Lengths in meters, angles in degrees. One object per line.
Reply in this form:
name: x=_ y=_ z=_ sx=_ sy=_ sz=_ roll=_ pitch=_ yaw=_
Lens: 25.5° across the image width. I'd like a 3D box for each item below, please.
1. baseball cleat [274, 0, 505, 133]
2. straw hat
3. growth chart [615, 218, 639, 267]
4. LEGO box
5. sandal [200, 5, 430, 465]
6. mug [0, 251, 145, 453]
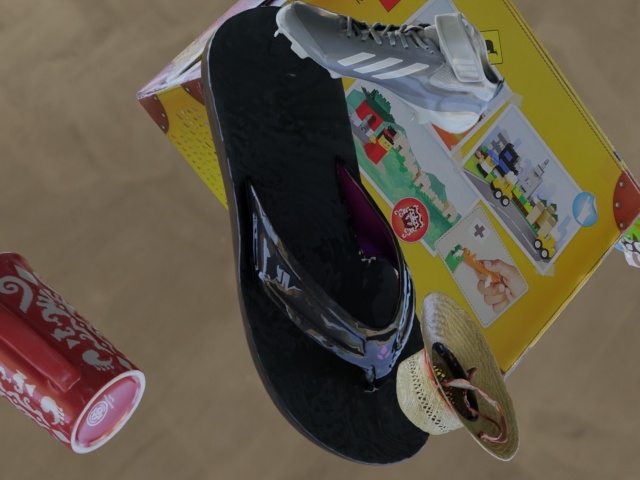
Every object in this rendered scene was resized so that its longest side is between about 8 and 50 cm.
baseball cleat: x=0.067 y=-0.175 z=1.242 sx=0.206 sy=0.109 sz=0.072 roll=26 pitch=-144 yaw=-19
straw hat: x=0.094 y=0.118 z=1.119 sx=0.144 sy=0.061 sz=0.144 roll=44 pitch=-150 yaw=-33
growth chart: x=0.454 y=0.014 z=1.901 sx=0.237 sy=0.172 sz=0.021 roll=41 pitch=-109 yaw=-31
LEGO box: x=0.098 y=-0.103 z=1.646 sx=0.372 sy=0.193 sz=0.500 roll=-46 pitch=-71 yaw=-24
sandal: x=-0.003 y=-0.001 z=1.297 sx=0.167 sy=0.107 sz=0.446 roll=-18 pitch=-89 yaw=-21
mug: x=-0.255 y=0.104 z=1.242 sx=0.169 sy=0.113 sz=0.150 roll=37 pitch=-163 yaw=20
